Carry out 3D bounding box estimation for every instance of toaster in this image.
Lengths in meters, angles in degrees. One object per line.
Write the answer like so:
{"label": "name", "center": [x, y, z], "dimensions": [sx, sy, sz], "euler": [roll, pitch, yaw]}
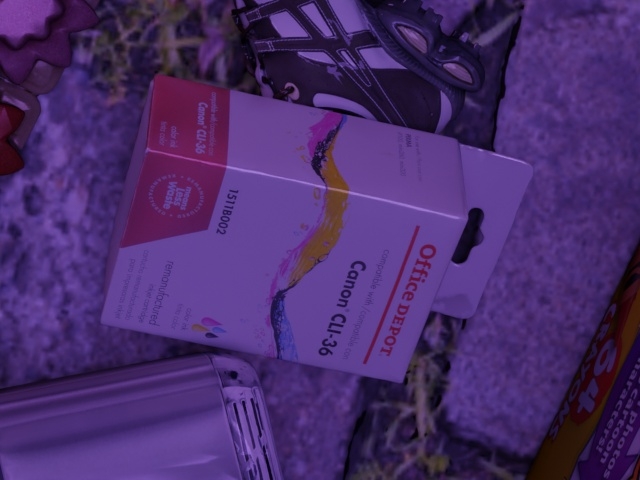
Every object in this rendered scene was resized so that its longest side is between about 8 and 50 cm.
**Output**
{"label": "toaster", "center": [-0.092, 0.144, 0.967], "dimensions": [0.146, 0.129, 0.227], "euler": [-13, 89, -10]}

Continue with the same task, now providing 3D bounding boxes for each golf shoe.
{"label": "golf shoe", "center": [-0.016, -0.107, 0.973], "dimensions": [0.198, 0.077, 0.094], "euler": [34, 91, -10]}

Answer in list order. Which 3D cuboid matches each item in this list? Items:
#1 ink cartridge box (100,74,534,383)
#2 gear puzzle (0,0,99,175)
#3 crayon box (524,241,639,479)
{"label": "ink cartridge box", "center": [0.000, 0.000, 0.969], "dimensions": [0.198, 0.067, 0.115], "euler": [11, 128, -10]}
{"label": "gear puzzle", "center": [-0.249, -0.029, 0.962], "dimensions": [0.175, 0.044, 0.339], "euler": [27, 92, -11]}
{"label": "crayon box", "center": [0.205, 0.110, 0.913], "dimensions": [0.106, 0.313, 0.363], "euler": [24, 93, -11]}
